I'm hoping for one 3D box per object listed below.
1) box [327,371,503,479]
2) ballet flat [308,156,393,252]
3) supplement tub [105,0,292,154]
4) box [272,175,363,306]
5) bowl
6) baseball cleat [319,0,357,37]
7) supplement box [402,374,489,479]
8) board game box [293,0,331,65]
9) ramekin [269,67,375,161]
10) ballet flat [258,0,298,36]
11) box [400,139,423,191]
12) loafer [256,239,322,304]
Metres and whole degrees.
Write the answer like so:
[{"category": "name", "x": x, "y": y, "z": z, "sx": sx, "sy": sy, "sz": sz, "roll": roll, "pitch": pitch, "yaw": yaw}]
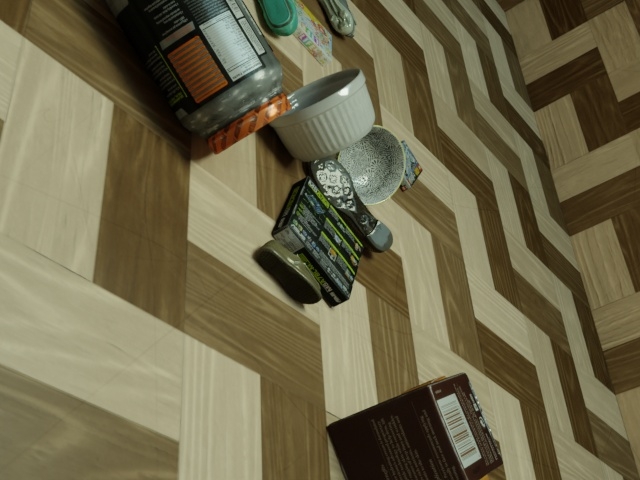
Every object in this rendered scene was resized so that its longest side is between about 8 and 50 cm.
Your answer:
[{"category": "box", "x": 0.157, "y": 0.335, "z": 1.469, "sx": 0.167, "sy": 0.203, "sz": 0.168, "roll": -1, "pitch": 67, "yaw": -61}, {"category": "ballet flat", "x": 0.055, "y": -0.072, "z": 1.828, "sx": 0.250, "sy": 0.058, "sz": 0.084, "roll": 48, "pitch": 65, "yaw": -16}, {"category": "supplement tub", "x": -0.191, "y": -0.312, "z": 1.454, "sx": 0.316, "sy": 0.193, "sz": 0.193, "roll": 59, "pitch": 27, "yaw": -9}, {"category": "box", "x": 0.000, "y": 0.000, "z": 1.672, "sx": 0.191, "sy": 0.045, "sz": 0.184, "roll": 51, "pitch": 27, "yaw": -21}, {"category": "bowl", "x": 0.089, "y": -0.164, "z": 1.903, "sx": 0.170, "sy": 0.080, "sz": 0.170, "roll": -7, "pitch": 104, "yaw": -29}, {"category": "baseball cleat", "x": 0.033, "y": -0.606, "z": 2.265, "sx": 0.109, "sy": 0.072, "sz": 0.206, "roll": 13, "pitch": 58, "yaw": -73}, {"category": "supplement box", "x": 0.241, "y": 0.383, "z": 1.712, "sx": 0.080, "sy": 0.078, "sz": 0.233, "roll": -1, "pitch": 66, "yaw": -57}, {"category": "board game box", "x": -0.030, "y": -0.491, "z": 2.077, "sx": 0.154, "sy": 0.026, "sz": 0.103, "roll": 41, "pitch": 34, "yaw": -36}, {"category": "ramekin", "x": 0.008, "y": -0.239, "z": 1.733, "sx": 0.109, "sy": 0.207, "sz": 0.207, "roll": 63, "pitch": 26, "yaw": -19}, {"category": "ballet flat", "x": -0.109, "y": -0.548, "z": 1.953, "sx": 0.087, "sy": 0.083, "sz": 0.247, "roll": 59, "pitch": 13, "yaw": -72}, {"category": "box", "x": 0.206, "y": -0.187, "z": 2.215, "sx": 0.094, "sy": 0.027, "sz": 0.137, "roll": 57, "pitch": 28, "yaw": -9}, {"category": "loafer", "x": -0.047, "y": 0.051, "z": 1.528, "sx": 0.148, "sy": 0.056, "sz": 0.050, "roll": 48, "pitch": 37, "yaw": -26}]
